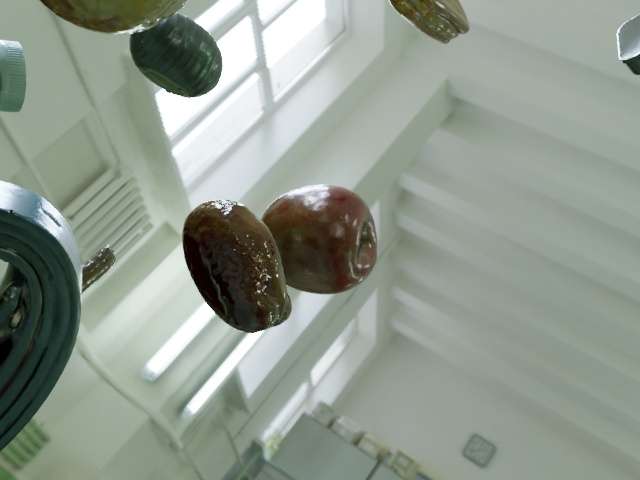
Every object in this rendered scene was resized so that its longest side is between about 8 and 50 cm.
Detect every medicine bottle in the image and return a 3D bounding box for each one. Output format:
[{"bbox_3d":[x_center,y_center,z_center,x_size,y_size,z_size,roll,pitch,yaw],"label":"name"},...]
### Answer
[{"bbox_3d":[-0.795,-0.351,1.533,0.158,0.318,0.158,5,-84,54],"label":"medicine bottle"}]

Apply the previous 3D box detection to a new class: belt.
[{"bbox_3d":[-0.491,0.122,0.927,0.300,0.436,0.173,40,-1,-23],"label":"belt"}]

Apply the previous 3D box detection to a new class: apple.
[{"bbox_3d":[0.000,0.000,1.184,0.169,0.181,0.181,-3,-47,29],"label":"apple"}]

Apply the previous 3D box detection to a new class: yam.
[{"bbox_3d":[-0.464,0.102,1.301,0.046,0.264,0.046,32,-32,23],"label":"yam"}]

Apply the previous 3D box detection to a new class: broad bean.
[{"bbox_3d":[-0.098,0.029,0.850,0.084,0.114,0.165,8,61,-75],"label":"broad bean"}]

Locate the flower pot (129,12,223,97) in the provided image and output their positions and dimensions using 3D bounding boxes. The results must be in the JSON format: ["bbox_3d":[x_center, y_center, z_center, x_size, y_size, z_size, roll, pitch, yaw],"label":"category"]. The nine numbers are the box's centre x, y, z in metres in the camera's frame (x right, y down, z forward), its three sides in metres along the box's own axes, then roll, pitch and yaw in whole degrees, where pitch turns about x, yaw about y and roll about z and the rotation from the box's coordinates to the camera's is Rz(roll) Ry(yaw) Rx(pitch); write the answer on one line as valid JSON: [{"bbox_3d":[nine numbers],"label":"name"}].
[{"bbox_3d":[-0.346,-0.443,1.770,0.189,0.157,0.243,8,-18,48],"label":"flower pot"}]

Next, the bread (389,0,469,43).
[{"bbox_3d":[0.168,-0.387,1.176,0.077,0.200,0.115,-34,-108,25],"label":"bread"}]

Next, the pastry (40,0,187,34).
[{"bbox_3d":[-0.397,-0.548,1.314,0.313,0.388,0.388,-26,-64,20],"label":"pastry"}]

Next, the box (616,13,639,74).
[{"bbox_3d":[0.384,-0.231,0.788,0.126,0.091,0.031,-29,-62,35],"label":"box"}]
